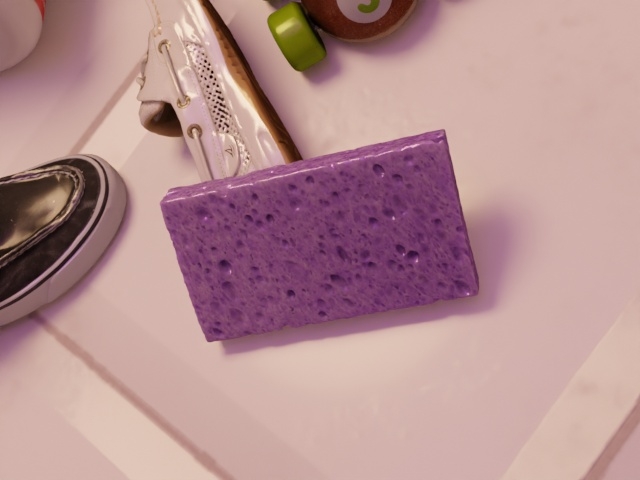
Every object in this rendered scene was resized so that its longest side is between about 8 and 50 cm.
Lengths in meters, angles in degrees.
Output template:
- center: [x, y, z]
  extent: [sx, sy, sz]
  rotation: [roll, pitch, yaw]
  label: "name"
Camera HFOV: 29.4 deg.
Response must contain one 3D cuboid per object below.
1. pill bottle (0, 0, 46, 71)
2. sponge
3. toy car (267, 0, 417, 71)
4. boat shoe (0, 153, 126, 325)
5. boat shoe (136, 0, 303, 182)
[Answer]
- center: [-0.324, -0.342, 1.047]
  extent: [0.210, 0.210, 0.363]
  rotation: [-4, 70, 19]
  label: "pill bottle"
- center: [0.000, 0.000, 0.864]
  extent: [0.210, 0.031, 0.117]
  rotation: [-11, 110, 16]
  label: "sponge"
- center: [-0.002, -0.243, 0.902]
  extent: [0.155, 0.188, 0.149]
  rotation: [-29, 64, 9]
  label: "toy car"
- center: [-0.301, 0.013, 0.954]
  extent: [0.306, 0.105, 0.113]
  rotation: [-26, 62, 0]
  label: "boat shoe"
- center: [-0.102, -0.119, 0.945]
  extent: [0.096, 0.098, 0.277]
  rotation: [-31, 65, 7]
  label: "boat shoe"
